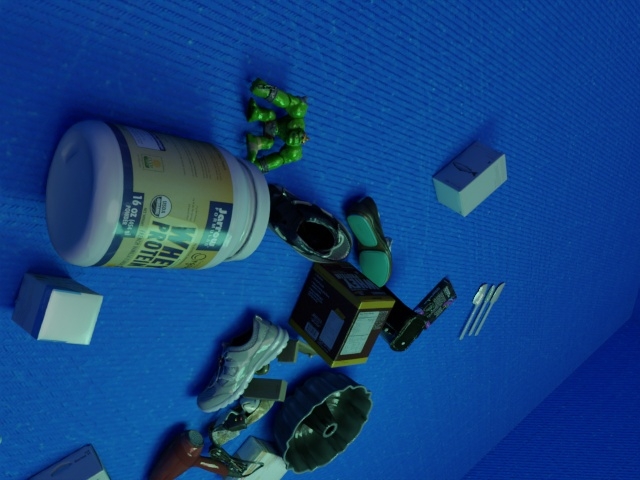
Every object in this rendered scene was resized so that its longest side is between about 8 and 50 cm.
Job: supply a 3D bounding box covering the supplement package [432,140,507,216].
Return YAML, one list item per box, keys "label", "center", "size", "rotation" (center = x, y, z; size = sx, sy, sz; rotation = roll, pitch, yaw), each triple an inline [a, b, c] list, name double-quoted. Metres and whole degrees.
- label: "supplement package"
  center: [0.418, -0.173, 1.636]
  size: [0.179, 0.105, 0.105]
  rotation: [-40, 139, -14]

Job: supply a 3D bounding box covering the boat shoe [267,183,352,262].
- label: "boat shoe"
  center: [0.000, 0.000, 1.338]
  size: [0.341, 0.158, 0.127]
  rotation: [28, 98, -49]

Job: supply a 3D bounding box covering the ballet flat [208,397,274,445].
- label: "ballet flat"
  center: [-0.211, 0.462, 1.557]
  size: [0.206, 0.073, 0.067]
  rotation: [-39, 130, -18]

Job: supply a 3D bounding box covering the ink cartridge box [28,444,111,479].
- label: "ink cartridge box"
  center: [-0.545, 0.585, 1.325]
  size: [0.153, 0.087, 0.208]
  rotation: [-28, 134, -26]

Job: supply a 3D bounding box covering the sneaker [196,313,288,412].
- label: "sneaker"
  center: [-0.212, 0.294, 1.434]
  size: [0.281, 0.105, 0.115]
  rotation: [-47, 110, -2]

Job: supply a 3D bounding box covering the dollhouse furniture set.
- label: "dollhouse furniture set"
  center: [-0.096, 0.345, 1.517]
  size: [0.123, 0.144, 0.151]
  rotation: [39, 54, -50]

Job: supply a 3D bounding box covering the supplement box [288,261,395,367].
- label: "supplement box"
  center: [0.051, 0.182, 1.493]
  size: [0.129, 0.191, 0.194]
  rotation: [4, 116, -44]

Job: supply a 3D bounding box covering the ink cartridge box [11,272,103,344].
- label: "ink cartridge box"
  center: [-0.464, 0.115, 1.022]
  size: [0.092, 0.143, 0.089]
  rotation: [17, 88, -48]

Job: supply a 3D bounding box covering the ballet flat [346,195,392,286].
- label: "ballet flat"
  center: [0.142, 0.000, 1.520]
  size: [0.096, 0.096, 0.280]
  rotation: [-60, 147, -37]

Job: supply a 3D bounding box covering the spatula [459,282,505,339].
- label: "spatula"
  center: [0.597, 0.264, 2.194]
  size: [0.168, 0.019, 0.241]
  rotation: [-3, 122, -48]

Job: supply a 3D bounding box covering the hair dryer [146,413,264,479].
- label: "hair dryer"
  center: [-0.300, 0.571, 1.493]
  size: [0.294, 0.080, 0.223]
  rotation: [-13, 116, -6]

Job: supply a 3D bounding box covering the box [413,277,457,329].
- label: "box"
  center: [0.381, 0.211, 1.945]
  size: [0.162, 0.029, 0.116]
  rotation: [-43, 140, -7]

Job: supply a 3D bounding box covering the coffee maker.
- label: "coffee maker"
  center: [0.208, 0.199, 1.660]
  size: [0.171, 0.178, 0.120]
  rotation: [-39, 141, -10]

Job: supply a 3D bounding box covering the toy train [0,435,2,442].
- label: "toy train"
  center: [-0.687, 0.373, 1.074]
  size: [0.125, 0.046, 0.166]
  rotation: [-53, 143, 0]

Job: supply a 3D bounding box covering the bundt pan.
- label: "bundt pan"
  center: [-0.007, 0.527, 1.749]
  size: [0.331, 0.124, 0.330]
  rotation: [-24, 132, -29]

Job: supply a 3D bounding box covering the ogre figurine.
- label: "ogre figurine"
  center: [-0.086, -0.220, 1.154]
  size: [0.118, 0.097, 0.196]
  rotation: [-6, 108, -19]

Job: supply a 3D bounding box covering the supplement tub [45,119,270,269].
- label: "supplement tub"
  center: [-0.267, -0.066, 0.991]
  size: [0.316, 0.228, 0.228]
  rotation: [4, 116, -44]

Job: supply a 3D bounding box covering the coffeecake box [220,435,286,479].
- label: "coffeecake box"
  center: [-0.185, 0.670, 1.733]
  size: [0.142, 0.068, 0.185]
  rotation: [-49, 140, -3]
